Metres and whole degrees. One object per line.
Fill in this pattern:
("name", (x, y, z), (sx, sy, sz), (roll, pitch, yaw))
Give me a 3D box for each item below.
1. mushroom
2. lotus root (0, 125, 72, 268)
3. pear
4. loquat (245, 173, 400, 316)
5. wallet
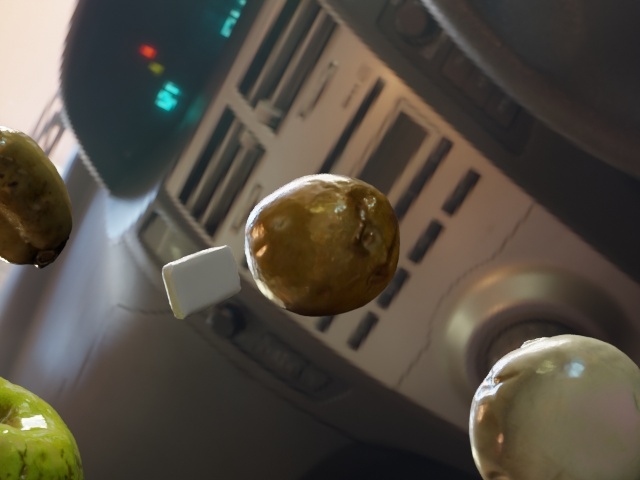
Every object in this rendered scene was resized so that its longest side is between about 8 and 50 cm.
("mushroom", (0.418, 0.324, 1.891), (0.315, 0.356, 0.315), (-17, 58, 28))
("lotus root", (-0.361, -0.068, 1.270), (0.125, 0.221, 0.118), (-31, 20, -1))
("pear", (-0.528, 0.382, 1.616), (0.391, 0.391, 0.391), (-56, 18, 28))
("loquat", (0.000, 0.000, 2.083), (0.284, 0.276, 0.276), (21, 85, 54))
("wallet", (-0.194, 0.065, 1.884), (0.033, 0.095, 0.190), (-10, 8, 30))
